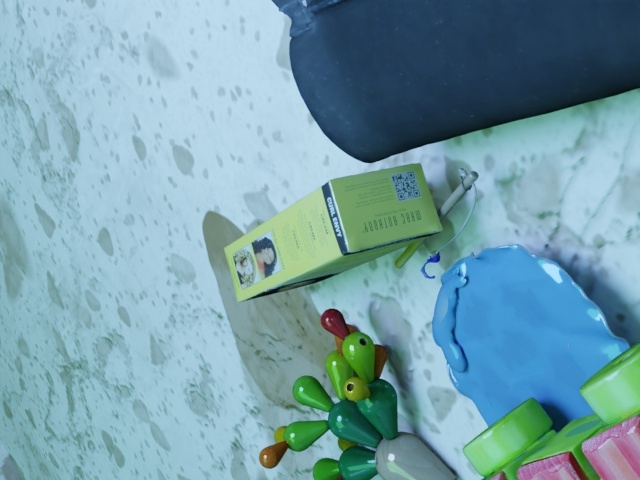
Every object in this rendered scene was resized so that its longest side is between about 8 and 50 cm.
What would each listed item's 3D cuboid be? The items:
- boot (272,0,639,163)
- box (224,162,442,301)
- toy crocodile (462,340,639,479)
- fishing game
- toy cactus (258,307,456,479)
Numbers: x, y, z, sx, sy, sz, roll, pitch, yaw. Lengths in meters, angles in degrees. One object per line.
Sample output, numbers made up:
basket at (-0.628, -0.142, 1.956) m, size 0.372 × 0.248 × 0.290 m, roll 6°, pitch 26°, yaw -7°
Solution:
boot at (0.151, -0.087, 0.462) m, size 0.445 × 0.146 × 0.367 m, roll -3°, pitch 96°, yaw 48°
box at (0.000, 0.000, 0.729) m, size 0.232 × 0.087 × 0.058 m, roll -29°, pitch 76°, yaw 63°
toy crocodile at (0.166, 0.151, 0.546) m, size 0.115 × 0.105 × 0.340 m, roll 56°, pitch 146°, yaw 13°
fishing game at (0.158, 0.087, 0.645) m, size 0.264 × 0.041 × 0.189 m, roll 52°, pitch 146°, yaw 19°
toy cactus at (0.039, 0.181, 0.808) m, size 0.180 × 0.112 × 0.219 m, roll 32°, pitch 124°, yaw 25°
